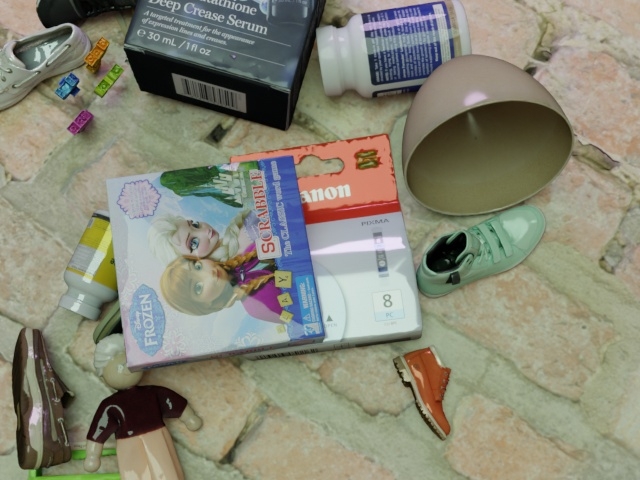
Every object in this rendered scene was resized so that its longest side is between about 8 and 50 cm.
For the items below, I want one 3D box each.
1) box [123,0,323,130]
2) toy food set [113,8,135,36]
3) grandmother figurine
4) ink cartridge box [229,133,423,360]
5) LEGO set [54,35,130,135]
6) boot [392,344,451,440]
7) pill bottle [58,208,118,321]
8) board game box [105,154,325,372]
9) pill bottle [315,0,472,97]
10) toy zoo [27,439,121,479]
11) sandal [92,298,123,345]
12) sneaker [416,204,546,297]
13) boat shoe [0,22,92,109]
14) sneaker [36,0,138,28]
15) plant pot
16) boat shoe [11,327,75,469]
[{"bbox_3d":[-0.143,-0.444,1.583,0.293,0.212,0.396,15,77,0],"label":"box"},{"bbox_3d":[-0.304,-0.452,1.706,0.192,0.038,0.132,-30,75,-3],"label":"toy food set"},{"bbox_3d":[-0.293,0.318,1.459,0.207,0.104,0.343,-12,80,-42],"label":"grandmother figurine"},{"bbox_3d":[0.000,0.000,1.540,0.308,0.091,0.385,-8,76,3],"label":"ink cartridge box"},{"bbox_3d":[-0.424,-0.307,1.661,0.087,0.093,0.227,39,81,-11],"label":"LEGO set"},{"bbox_3d":[0.192,0.253,1.478,0.084,0.059,0.158,-23,74,-6],"label":"boot"},{"bbox_3d":[-0.389,0.045,1.554,0.103,0.103,0.184,21,79,10],"label":"pill bottle"},{"bbox_3d":[-0.175,0.034,1.444,0.317,0.066,0.319,-9,74,-8],"label":"board game box"},{"bbox_3d":[0.130,-0.339,1.582,0.264,0.153,0.153,-8,75,2],"label":"pill bottle"},{"bbox_3d":[-0.400,0.488,1.480,0.192,0.030,0.293,-4,75,4],"label":"toy zoo"},{"bbox_3d":[-0.297,0.061,1.540,0.303,0.120,0.086,-46,61,-7],"label":"sandal"},{"bbox_3d":[0.280,0.008,1.482,0.255,0.151,0.094,-31,74,-5],"label":"sneaker"},{"bbox_3d":[-0.576,-0.338,1.670,0.277,0.096,0.098,-31,76,-3],"label":"boat shoe"},{"bbox_3d":[-0.406,-0.483,1.673,0.283,0.107,0.124,-37,60,-4],"label":"sneaker"},{"bbox_3d":[0.262,-0.204,1.494,0.284,0.284,0.191,-12,55,2],"label":"plant pot"},{"bbox_3d":[-0.474,0.271,1.514,0.095,0.095,0.258,6,55,-30],"label":"boat shoe"}]
